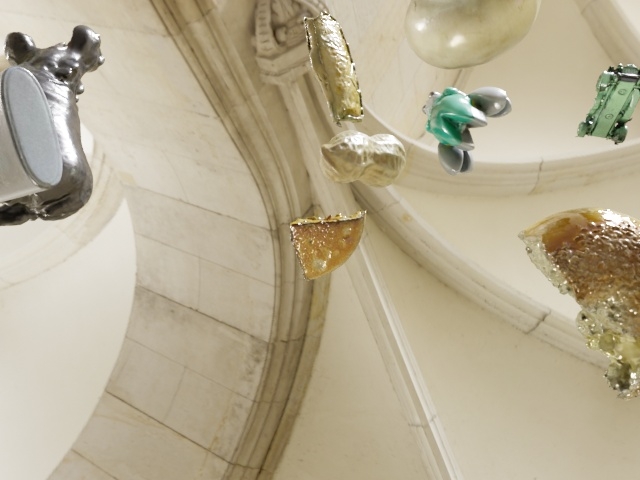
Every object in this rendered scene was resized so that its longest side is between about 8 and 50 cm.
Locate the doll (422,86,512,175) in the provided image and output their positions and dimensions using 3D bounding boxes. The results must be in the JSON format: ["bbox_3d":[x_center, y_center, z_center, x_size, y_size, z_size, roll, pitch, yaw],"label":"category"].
[{"bbox_3d":[0.319,-0.277,1.100,0.153,0.195,0.258,14,-128,-14],"label":"doll"}]

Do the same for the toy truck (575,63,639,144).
[{"bbox_3d":[0.496,-0.235,0.838,0.080,0.154,0.078,14,-116,18],"label":"toy truck"}]

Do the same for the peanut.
[{"bbox_3d":[0.101,-0.184,1.143,0.136,0.298,0.120,53,-55,23],"label":"peanut"}]

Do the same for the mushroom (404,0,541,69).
[{"bbox_3d":[0.268,-0.432,0.890,0.246,0.202,0.246,-13,-138,12],"label":"mushroom"}]

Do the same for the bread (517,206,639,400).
[{"bbox_3d":[0.481,0.078,0.780,0.192,0.171,0.314,-29,-96,10],"label":"bread"}]

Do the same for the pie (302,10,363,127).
[{"bbox_3d":[0.035,-0.401,1.170,0.068,0.128,0.282,-17,-95,42],"label":"pie"}]

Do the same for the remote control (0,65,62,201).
[{"bbox_3d":[-0.393,-0.085,0.535,0.377,0.044,0.107,-4,-83,37],"label":"remote control"}]

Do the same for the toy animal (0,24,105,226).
[{"bbox_3d":[-0.409,-0.184,0.707,0.168,0.106,0.343,3,-116,-21],"label":"toy animal"}]

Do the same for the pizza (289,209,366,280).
[{"bbox_3d":[0.000,0.000,0.881,0.131,0.178,0.041,19,-149,-15],"label":"pizza"}]
